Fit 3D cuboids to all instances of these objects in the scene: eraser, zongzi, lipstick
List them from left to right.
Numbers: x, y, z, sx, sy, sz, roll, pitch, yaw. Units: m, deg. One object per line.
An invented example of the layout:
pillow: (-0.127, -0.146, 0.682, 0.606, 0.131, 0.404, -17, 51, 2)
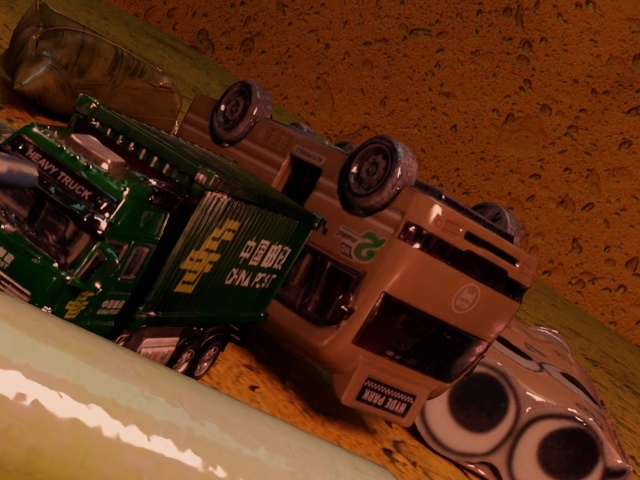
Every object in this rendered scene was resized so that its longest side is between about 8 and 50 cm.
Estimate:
lipstick: (-0.104, 0.062, 0.392, 0.304, 0.076, 0.076, 29, 9, -19)
zongzi: (-0.218, -0.144, 1.104, 0.204, 0.094, 0.204, 27, 13, -24)
eraser: (0.151, 0.117, 0.895, 0.171, 0.087, 0.290, 33, 9, 3)

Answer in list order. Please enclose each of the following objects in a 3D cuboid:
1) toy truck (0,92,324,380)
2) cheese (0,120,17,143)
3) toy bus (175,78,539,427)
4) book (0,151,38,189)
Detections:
toy truck: (-0.091, 0.007, 0.551, 0.088, 0.121, 0.259, 33, 5, 15)
cheese: (-0.267, -0.090, 0.841, 0.067, 0.026, 0.121, 32, 9, 1)
toy bus: (0.000, 0.000, 0.762, 0.139, 0.157, 0.289, 26, 2, -42)
book: (-0.280, -0.056, 0.332, 0.228, 0.018, 0.322, 8, -5, 34)
